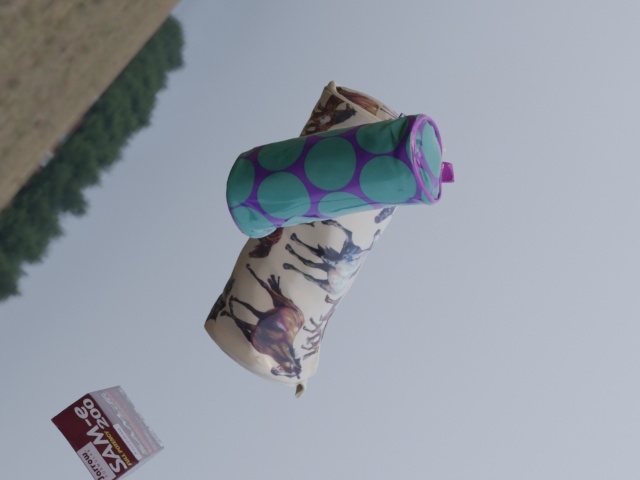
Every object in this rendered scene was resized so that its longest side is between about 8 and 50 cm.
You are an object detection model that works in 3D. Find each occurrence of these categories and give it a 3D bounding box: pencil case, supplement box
[{"bbox_3d":[0.000,0.000,1.656,0.410,0.184,0.160,-62,174,5],"label":"pencil case"},{"bbox_3d":[0.012,-0.045,0.859,0.152,0.070,0.064,-10,-115,24],"label":"pencil case"},{"bbox_3d":[-0.318,0.295,1.854,0.073,0.130,0.239,-37,176,-1],"label":"supplement box"}]
